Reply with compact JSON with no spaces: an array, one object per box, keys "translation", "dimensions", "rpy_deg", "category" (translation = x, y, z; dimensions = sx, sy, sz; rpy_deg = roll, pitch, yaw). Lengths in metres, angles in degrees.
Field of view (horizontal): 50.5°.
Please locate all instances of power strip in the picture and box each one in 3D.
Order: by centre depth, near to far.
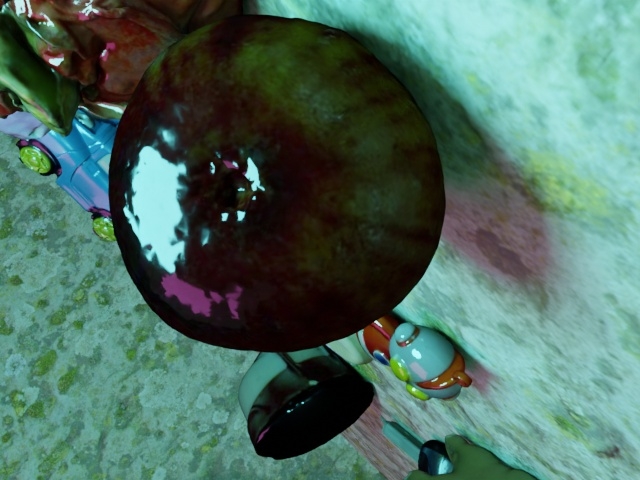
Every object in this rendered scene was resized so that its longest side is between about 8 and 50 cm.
[{"translation":[0.213,0.453,1.446],"dimensions":[0.253,0.027,0.060],"rpy_deg":[32,-175,40],"category":"power strip"}]

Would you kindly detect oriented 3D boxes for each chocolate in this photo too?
[{"translation":[-0.052,0.320,1.447],"dimensions":[0.186,0.284,0.283],"rpy_deg":[58,173,31],"category":"chocolate"}]

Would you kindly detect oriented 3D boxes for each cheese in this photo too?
[{"translation":[0.016,0.101,1.006],"dimensions":[0.137,0.064,0.227],"rpy_deg":[26,157,43],"category":"cheese"}]

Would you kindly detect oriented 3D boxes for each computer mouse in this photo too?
[{"translation":[0.268,0.481,1.274],"dimensions":[0.233,0.096,0.137],"rpy_deg":[40,164,24],"category":"computer mouse"}]

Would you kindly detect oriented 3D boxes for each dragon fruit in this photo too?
[{"translation":[-0.186,-0.160,0.588],"dimensions":[0.152,0.205,0.317],"rpy_deg":[51,165,-23],"category":"dragon fruit"}]

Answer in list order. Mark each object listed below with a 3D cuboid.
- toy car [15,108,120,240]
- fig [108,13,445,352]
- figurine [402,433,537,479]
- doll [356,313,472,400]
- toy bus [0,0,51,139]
[{"translation":[-0.337,-0.139,1.129],"dimensions":[0.166,0.198,0.314],"rpy_deg":[-18,123,38],"category":"toy car"},{"translation":[-0.032,-0.036,0.481],"dimensions":[0.235,0.235,0.214],"rpy_deg":[51,-173,-19],"category":"fig"},{"translation":[0.260,0.431,1.012],"dimensions":[0.247,0.177,0.172],"rpy_deg":[5,120,51],"category":"figurine"},{"translation":[0.109,0.141,0.852],"dimensions":[0.142,0.076,0.245],"rpy_deg":[51,168,-23],"category":"doll"},{"translation":[-0.380,-0.250,0.847],"dimensions":[0.127,0.147,0.302],"rpy_deg":[43,-168,-51],"category":"toy bus"}]
